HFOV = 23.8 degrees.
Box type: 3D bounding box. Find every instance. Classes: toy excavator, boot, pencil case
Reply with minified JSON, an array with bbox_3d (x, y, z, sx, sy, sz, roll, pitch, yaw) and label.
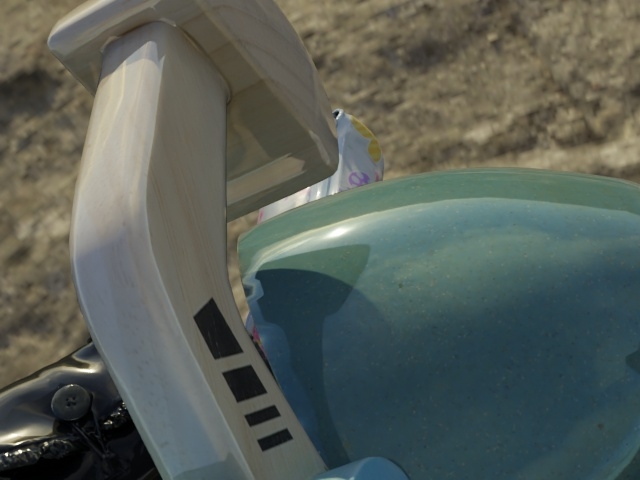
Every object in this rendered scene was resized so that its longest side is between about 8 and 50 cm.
[{"bbox_3d":[-0.020,0.126,0.582,0.222,0.445,0.433,-22,13,24],"label":"toy excavator"},{"bbox_3d":[-0.164,0.075,1.008,0.207,0.094,0.246,-29,63,-14],"label":"boot"},{"bbox_3d":[0.000,0.000,1.313,0.114,0.124,0.273,18,36,-11],"label":"pencil case"}]

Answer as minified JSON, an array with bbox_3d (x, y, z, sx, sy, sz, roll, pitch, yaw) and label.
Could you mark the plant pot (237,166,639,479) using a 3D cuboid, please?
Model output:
[{"bbox_3d":[0.113,0.075,0.795,0.195,0.290,0.290,-29,54,7],"label":"plant pot"}]
